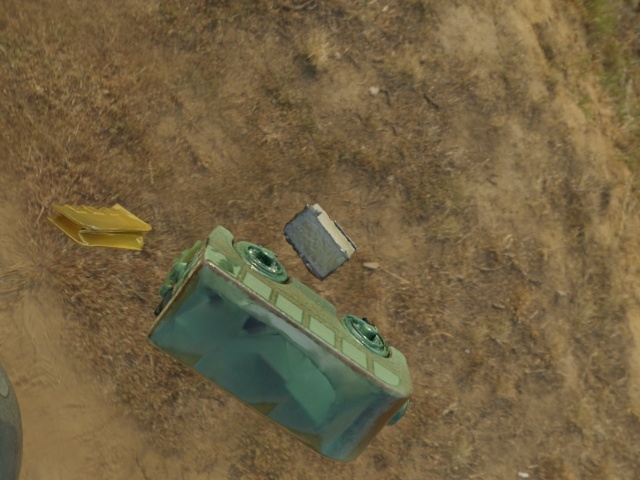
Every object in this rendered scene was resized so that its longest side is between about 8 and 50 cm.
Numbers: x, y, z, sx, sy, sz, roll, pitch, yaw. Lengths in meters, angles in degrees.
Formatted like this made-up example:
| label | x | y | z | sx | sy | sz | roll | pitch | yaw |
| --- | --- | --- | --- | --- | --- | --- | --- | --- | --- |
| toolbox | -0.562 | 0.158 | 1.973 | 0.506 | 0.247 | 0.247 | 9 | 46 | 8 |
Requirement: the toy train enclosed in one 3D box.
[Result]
| label | x | y | z | sx | sy | sz | roll | pitch | yaw |
| --- | --- | --- | --- | --- | --- | --- | --- | --- | --- |
| toy train | -0.033 | 0.120 | 0.684 | 0.326 | 0.159 | 0.129 | 36 | 106 | -8 |

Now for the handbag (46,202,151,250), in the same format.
| label | x | y | z | sx | sy | sz | roll | pitch | yaw |
| --- | --- | --- | --- | --- | --- | --- | --- | --- | --- |
| handbag | -0.212 | -0.015 | 0.589 | 0.083 | 0.061 | 0.027 | 3 | 115 | -64 |

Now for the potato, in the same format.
| label | x | y | z | sx | sy | sz | roll | pitch | yaw |
| --- | --- | --- | --- | --- | --- | --- | --- | --- | --- |
| potato | -0.001 | -0.002 | 1.064 | 0.086 | 0.061 | 0.122 | -39 | 87 | 21 |

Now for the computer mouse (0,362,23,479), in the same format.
| label | x | y | z | sx | sy | sz | roll | pitch | yaw |
| --- | --- | --- | --- | --- | --- | --- | --- | --- | --- |
| computer mouse | -0.431 | 0.153 | 0.674 | 0.114 | 0.203 | 0.374 | -24 | 123 | -8 |
